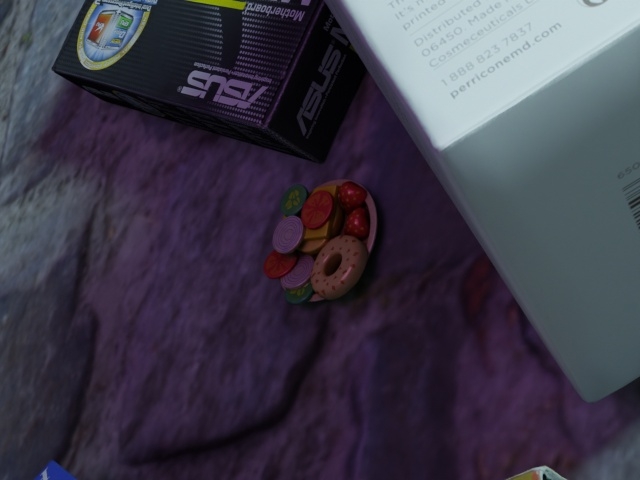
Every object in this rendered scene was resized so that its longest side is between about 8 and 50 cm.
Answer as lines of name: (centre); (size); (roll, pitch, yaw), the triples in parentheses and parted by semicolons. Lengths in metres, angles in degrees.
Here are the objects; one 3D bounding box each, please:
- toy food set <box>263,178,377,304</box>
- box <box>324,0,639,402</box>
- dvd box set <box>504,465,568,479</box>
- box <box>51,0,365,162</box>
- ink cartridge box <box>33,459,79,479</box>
toy food set: (0.000, 0.000, 0.794); (0.082, 0.020, 0.083); (-7, 64, 41)
box: (0.086, -0.136, 0.609); (0.168, 0.215, 0.345); (-33, 51, 5)
dvd box set: (-0.028, 0.321, 0.617); (0.420, 0.062, 0.308); (-30, 50, 29)
box: (-0.058, -0.185, 0.920); (0.270, 0.060, 0.216); (20, 83, 47)
ink cartridge box: (-0.205, 0.233, 0.780); (0.207, 0.046, 0.097); (-48, 23, -17)
